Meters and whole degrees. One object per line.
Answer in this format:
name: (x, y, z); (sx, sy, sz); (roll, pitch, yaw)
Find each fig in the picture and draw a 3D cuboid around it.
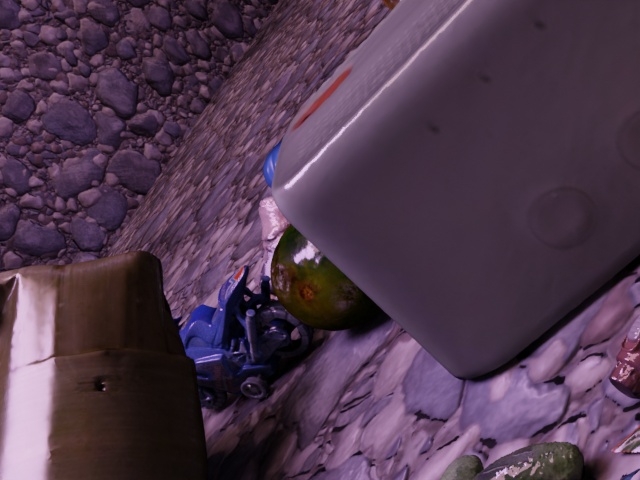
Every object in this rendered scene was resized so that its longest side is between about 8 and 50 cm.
fig: (0.029, 0.002, 0.833); (0.117, 0.117, 0.177); (-34, 13, 44)

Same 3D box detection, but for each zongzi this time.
zongzi: (-0.179, 0.283, 0.762); (0.418, 0.181, 0.447); (96, 169, -54)

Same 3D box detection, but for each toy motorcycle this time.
toy motorcycle: (-0.097, 0.102, 0.910); (0.205, 0.114, 0.076); (-38, 20, 38)

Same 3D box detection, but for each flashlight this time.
flashlight: (0.182, 0.030, 0.474); (0.110, 0.031, 0.052); (-53, 17, -8)

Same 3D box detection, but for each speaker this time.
speaker: (0.160, -0.117, 0.580); (0.406, 0.184, 0.183); (-44, 18, 20)

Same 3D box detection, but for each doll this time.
doll: (0.066, 0.146, 0.477); (0.150, 0.077, 0.115); (-33, 23, 23)

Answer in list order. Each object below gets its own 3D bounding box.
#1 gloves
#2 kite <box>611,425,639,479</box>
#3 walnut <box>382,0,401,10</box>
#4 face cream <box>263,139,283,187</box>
gloves: (-0.009, 0.001, 0.930); (0.144, 0.110, 0.094); (-51, -26, -2)
kite: (0.195, 0.075, 0.387); (0.160, 0.010, 0.183); (-55, 14, -25)
walnut: (0.125, -0.245, 0.760); (0.204, 0.141, 0.238); (166, 113, -67)
face cream: (0.036, -0.107, 0.998); (0.149, 0.083, 0.264); (-19, -1, -24)
